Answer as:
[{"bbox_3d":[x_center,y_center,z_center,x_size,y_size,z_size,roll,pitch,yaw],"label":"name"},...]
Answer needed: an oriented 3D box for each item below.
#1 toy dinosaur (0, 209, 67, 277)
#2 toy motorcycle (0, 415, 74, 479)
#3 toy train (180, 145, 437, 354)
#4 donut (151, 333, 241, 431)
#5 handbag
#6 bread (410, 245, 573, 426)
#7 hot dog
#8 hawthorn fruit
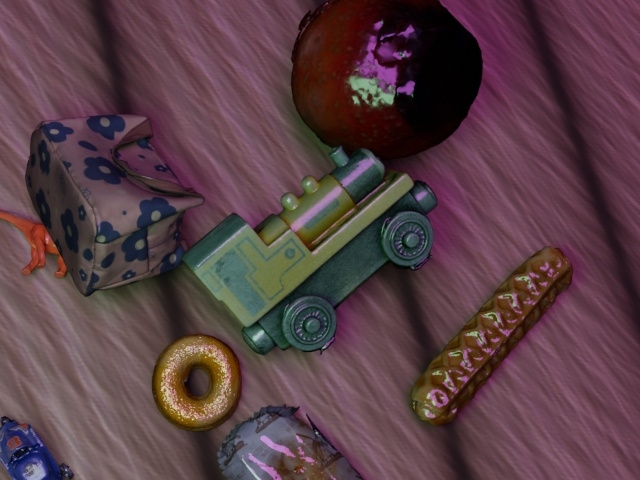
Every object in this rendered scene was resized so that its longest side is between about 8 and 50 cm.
[{"bbox_3d":[-0.434,0.007,1.485,0.280,0.055,0.101,10,55,-9],"label":"toy dinosaur"},{"bbox_3d":[-0.403,0.332,1.364,0.076,0.114,0.205,-33,80,-16],"label":"toy motorcycle"},{"bbox_3d":[0.000,0.000,1.445,0.369,0.150,0.237,-41,107,-7],"label":"toy train"},{"bbox_3d":[-0.188,0.213,1.460,0.152,0.058,0.151,2,76,-7],"label":"donut"},{"bbox_3d":[-0.307,-0.066,1.431,0.193,0.190,0.251,-14,55,-34],"label":"handbag"},{"bbox_3d":[0.276,0.149,1.530,0.367,0.084,0.077,-45,44,-15],"label":"bread"},{"bbox_3d":[-0.032,0.367,1.426,0.163,0.082,0.270,-37,74,-25],"label":"hot dog"},{"bbox_3d":[0.101,-0.260,1.508,0.316,0.316,0.315,2,74,-7],"label":"hawthorn fruit"}]
